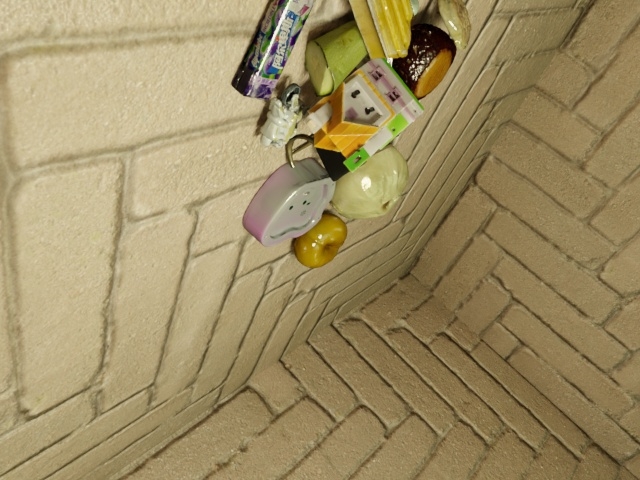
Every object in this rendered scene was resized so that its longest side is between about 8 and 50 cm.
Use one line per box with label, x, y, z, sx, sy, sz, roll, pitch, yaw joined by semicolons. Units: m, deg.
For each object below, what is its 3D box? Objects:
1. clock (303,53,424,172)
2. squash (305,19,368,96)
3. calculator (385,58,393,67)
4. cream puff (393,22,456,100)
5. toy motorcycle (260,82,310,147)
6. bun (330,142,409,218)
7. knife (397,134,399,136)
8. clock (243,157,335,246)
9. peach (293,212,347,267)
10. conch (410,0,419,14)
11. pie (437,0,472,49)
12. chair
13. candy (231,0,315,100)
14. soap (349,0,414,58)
clock;0.095;-0.344;1.411;0.309;0.235;0.166;-45;-172;-32
squash;0.062;-0.510;1.321;0.287;0.137;0.137;-52;164;-23
calculator;0.162;-0.501;1.532;0.024;0.103;0.166;-96;-165;-55
cream puff;0.299;-0.555;1.595;0.239;0.165;0.239;-40;160;-18
toy motorcycle;-0.106;-0.317;1.372;0.151;0.074;0.229;-45;170;-19
bun;0.214;-0.214;2.031;0.364;0.202;0.364;-37;158;-18
knife;0.260;-0.413;1.798;0.089;0.043;0.365;-15;175;0
clock;-0.099;-0.116;1.729;0.338;0.102;0.338;-39;159;-18
peach;0.000;0.000;2.090;0.251;0.153;0.251;-47;164;-18
conch;0.232;-0.656;1.430;0.076;0.057;0.085;-34;133;15
pie;0.426;-0.688;1.604;0.052;0.185;0.218;-16;176;31
chair;0.048;-0.280;1.570;0.272;0.166;0.188;-28;-179;-29
candy;-0.093;-0.459;1.139;0.088;0.061;0.312;-12;141;-53
soap;0.156;-0.561;1.263;0.160;0.080;0.257;-60;146;-19
